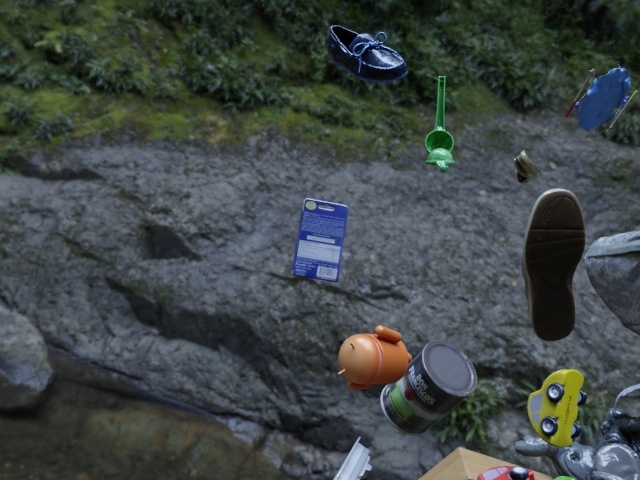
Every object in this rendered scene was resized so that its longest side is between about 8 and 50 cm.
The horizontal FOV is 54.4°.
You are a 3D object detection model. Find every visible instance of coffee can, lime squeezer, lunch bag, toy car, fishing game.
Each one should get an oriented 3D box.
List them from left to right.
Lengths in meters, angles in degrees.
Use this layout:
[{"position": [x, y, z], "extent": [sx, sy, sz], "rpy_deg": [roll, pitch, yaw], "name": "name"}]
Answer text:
[{"position": [0.350, 0.486, 2.039], "extent": [0.201, 0.275, 0.201], "rpy_deg": [18, 42, -17], "name": "coffee can"}, {"position": [0.236, -0.186, 1.192], "extent": [0.058, 0.110, 0.310], "rpy_deg": [15, 44, -3], "name": "lime squeezer"}, {"position": [0.287, 0.307, 0.795], "extent": [0.053, 0.239, 0.225], "rpy_deg": [6, -43, 54], "name": "toy car"}, {"position": [0.770, -0.390, 1.706], "extent": [0.264, 0.189, 0.041], "rpy_deg": [1, 35, -38], "name": "fishing game"}, {"position": [0.729, 0.075, 1.273], "extent": [0.256, 0.213, 0.305], "rpy_deg": [32, -15, -12], "name": "lunch bag"}]

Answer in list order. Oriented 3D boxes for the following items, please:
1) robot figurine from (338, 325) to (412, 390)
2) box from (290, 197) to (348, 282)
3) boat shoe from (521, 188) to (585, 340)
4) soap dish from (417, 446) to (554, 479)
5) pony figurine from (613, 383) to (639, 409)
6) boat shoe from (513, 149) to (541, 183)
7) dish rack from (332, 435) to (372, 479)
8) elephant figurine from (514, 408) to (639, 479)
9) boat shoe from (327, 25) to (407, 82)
[{"position": [0.135, 0.299, 1.577], "extent": [0.219, 0.158, 0.128], "rpy_deg": [11, 57, -43], "name": "robot figurine"}, {"position": [0.000, 0.000, 1.800], "extent": [0.136, 0.225, 0.036], "rpy_deg": [10, -5, -8], "name": "box"}, {"position": [0.430, 0.039, 1.180], "extent": [0.109, 0.302, 0.098], "rpy_deg": [-7, 22, 4], "name": "boat shoe"}, {"position": [0.294, 0.497, 1.136], "extent": [0.291, 0.229, 0.118], "rpy_deg": [24, 32, -25], "name": "soap dish"}, {"position": [0.684, 0.209, 1.038], "extent": [0.351, 0.363, 0.303], "rpy_deg": [-11, 10, 14], "name": "pony figurine"}, {"position": [0.432, -0.150, 1.317], "extent": [0.056, 0.048, 0.153], "rpy_deg": [62, 18, 13], "name": "boat shoe"}, {"position": [0.018, 0.648, 1.472], "extent": [0.072, 0.333, 0.285], "rpy_deg": [31, 9, 13], "name": "dish rack"}, {"position": [0.524, 0.434, 1.175], "extent": [0.239, 0.169, 0.186], "rpy_deg": [-17, 10, -25], "name": "elephant figurine"}, {"position": [0.092, -0.435, 1.445], "extent": [0.109, 0.089, 0.258], "rpy_deg": [-35, 45, -27], "name": "boat shoe"}]
